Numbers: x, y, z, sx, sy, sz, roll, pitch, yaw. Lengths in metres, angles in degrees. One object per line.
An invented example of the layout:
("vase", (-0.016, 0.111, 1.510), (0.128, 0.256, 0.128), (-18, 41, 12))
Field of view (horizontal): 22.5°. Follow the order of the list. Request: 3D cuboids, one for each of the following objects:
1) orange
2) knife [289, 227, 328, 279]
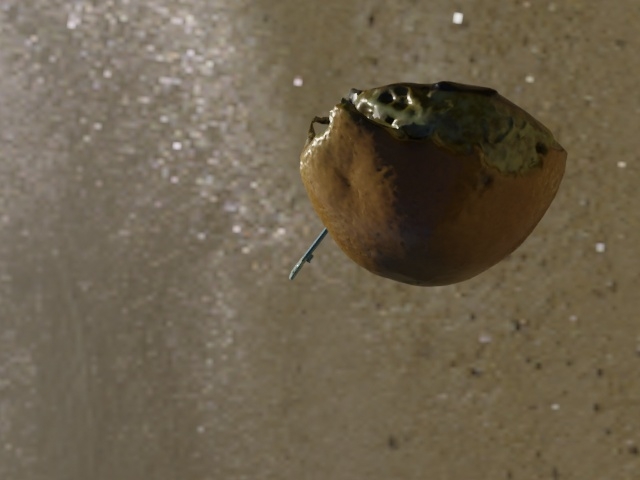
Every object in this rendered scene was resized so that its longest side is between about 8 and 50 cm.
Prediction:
("orange", (0.059, -0.030, 0.907), (0.160, 0.170, 0.112), (9, 92, 37))
("knife", (0.000, 0.000, 1.543), (0.096, 0.010, 0.027), (-53, 4, 1))
